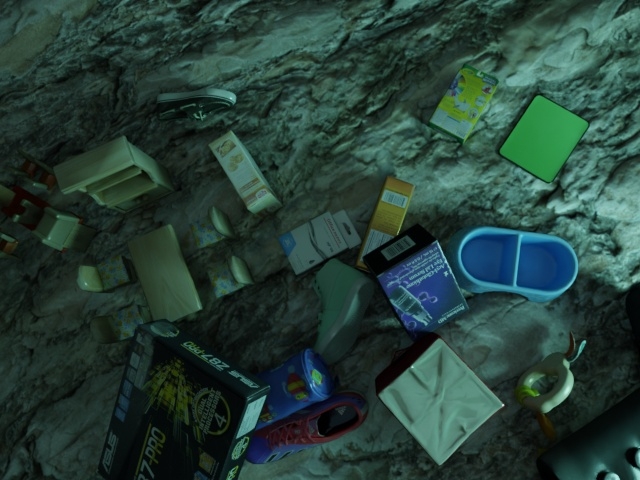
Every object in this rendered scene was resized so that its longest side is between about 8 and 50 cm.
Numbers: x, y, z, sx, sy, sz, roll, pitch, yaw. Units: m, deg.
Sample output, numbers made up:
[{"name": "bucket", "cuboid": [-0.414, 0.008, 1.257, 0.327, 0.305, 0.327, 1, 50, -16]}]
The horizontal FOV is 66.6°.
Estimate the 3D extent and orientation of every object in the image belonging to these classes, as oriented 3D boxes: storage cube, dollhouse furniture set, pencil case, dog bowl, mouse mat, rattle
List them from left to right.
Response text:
[{"name": "dollhouse furniture set", "cuboid": [-0.733, -0.063, 1.265, 0.259, 0.135, 0.262, 27, 85, 20]}, {"name": "dollhouse furniture set", "cuboid": [-0.411, 0.000, 1.137, 0.362, 0.256, 0.394, -23, 80, 3]}, {"name": "pencil case", "cuboid": [-0.112, 0.344, 1.093, 0.306, 0.133, 0.119, -30, 98, 19]}, {"name": "storage cube", "cuboid": [0.243, 0.327, 1.055, 0.183, 0.193, 0.215, -42, 81, -1]}, {"name": "dog bowl", "cuboid": [0.445, 0.049, 1.132, 0.297, 0.074, 0.166, 8, 83, 8]}, {"name": "mouse mat", "cuboid": [0.549, -0.251, 1.197, 0.152, 0.007, 0.190, 34, 86, 9]}, {"name": "rattle", "cuboid": [0.541, 0.322, 1.077, 0.199, 0.130, 0.143, -43, 84, -18]}]

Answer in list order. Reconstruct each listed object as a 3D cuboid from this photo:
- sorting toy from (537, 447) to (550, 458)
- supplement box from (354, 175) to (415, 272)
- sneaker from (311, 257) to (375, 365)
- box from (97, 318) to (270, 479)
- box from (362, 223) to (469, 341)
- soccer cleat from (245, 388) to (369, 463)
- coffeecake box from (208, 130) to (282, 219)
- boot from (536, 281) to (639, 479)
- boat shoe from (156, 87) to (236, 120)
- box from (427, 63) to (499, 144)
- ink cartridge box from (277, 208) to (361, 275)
[{"name": "sorting toy", "cuboid": [0.554, 0.575, 1.060, 0.132, 0.046, 0.275, -19, 81, 3]}, {"name": "supplement box", "cuboid": [0.152, -0.031, 1.173, 0.080, 0.078, 0.233, 22, 86, 5]}, {"name": "sneaker", "cuboid": [0.023, 0.168, 1.167, 0.151, 0.094, 0.256, 38, 109, 43]}, {"name": "box", "cuboid": [-0.309, 0.416, 1.060, 0.318, 0.097, 0.395, 26, 104, 26]}, {"name": "box", "cuboid": [0.213, 0.095, 1.086, 0.153, 0.108, 0.207, -32, 116, 1]}, {"name": "soccer cleat", "cuboid": [-0.041, 0.427, 1.108, 0.318, 0.116, 0.109, -21, 80, 3]}, {"name": "coffeecake box", "cuboid": [-0.179, -0.155, 1.191, 0.068, 0.142, 0.185, -33, 80, 1]}, {"name": "boot", "cuboid": [0.628, 0.350, 1.013, 0.445, 0.146, 0.367, -32, 81, -5]}, {"name": "boat shoe", "cuboid": [-0.324, -0.346, 1.271, 0.219, 0.078, 0.070, -2, 81, 14]}, {"name": "box", "cuboid": [0.356, -0.342, 1.212, 0.105, 0.043, 0.179, 31, 89, 10]}, {"name": "ink cartridge box", "cuboid": [0.000, 0.000, 1.192, 0.180, 0.060, 0.104, -28, 80, 2]}]
